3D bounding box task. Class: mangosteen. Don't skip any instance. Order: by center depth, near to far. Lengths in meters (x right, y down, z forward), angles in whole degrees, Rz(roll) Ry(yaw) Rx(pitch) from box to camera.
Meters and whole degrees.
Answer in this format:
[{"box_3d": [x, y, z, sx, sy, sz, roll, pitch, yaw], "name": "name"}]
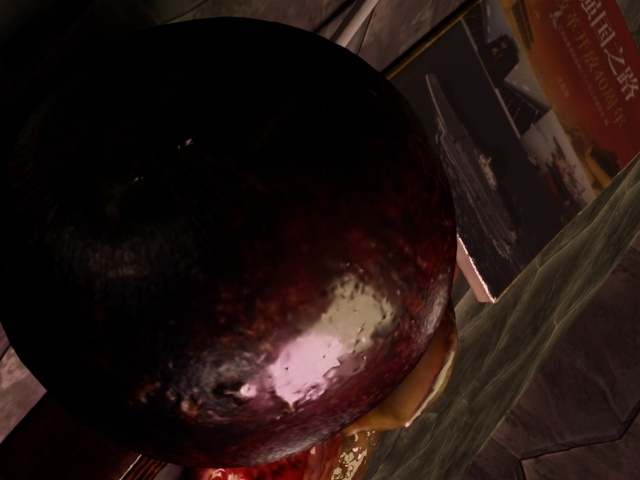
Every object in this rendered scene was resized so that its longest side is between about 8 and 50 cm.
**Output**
[{"box_3d": [-0.059, 0.009, 1.124, 0.330, 0.330, 0.330, -48, 162, -22], "name": "mangosteen"}]

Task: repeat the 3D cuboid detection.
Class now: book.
[{"box_3d": [0.223, -0.143, 1.799, 0.028, 0.262, 0.374, -7, -152, 50], "name": "book"}]

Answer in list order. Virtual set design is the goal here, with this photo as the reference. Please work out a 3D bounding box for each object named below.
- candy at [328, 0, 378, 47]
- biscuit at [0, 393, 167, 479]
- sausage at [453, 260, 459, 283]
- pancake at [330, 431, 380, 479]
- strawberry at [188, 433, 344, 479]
[{"box_3d": [-0.039, -0.095, 1.406, 0.365, 0.124, 0.124, -56, 166, -33], "name": "candy"}, {"box_3d": [-0.179, 0.158, 1.458, 0.252, 0.106, 0.070, -49, 161, -18], "name": "biscuit"}, {"box_3d": [0.112, 0.059, 2.100, 0.194, 0.077, 0.077, -34, 153, -50], "name": "sausage"}, {"box_3d": [-0.029, 0.260, 1.990, 0.382, 0.071, 0.382, -43, 145, -43], "name": "pancake"}, {"box_3d": [-0.058, 0.212, 1.644, 0.336, 0.149, 0.265, -69, 177, -71], "name": "strawberry"}]
